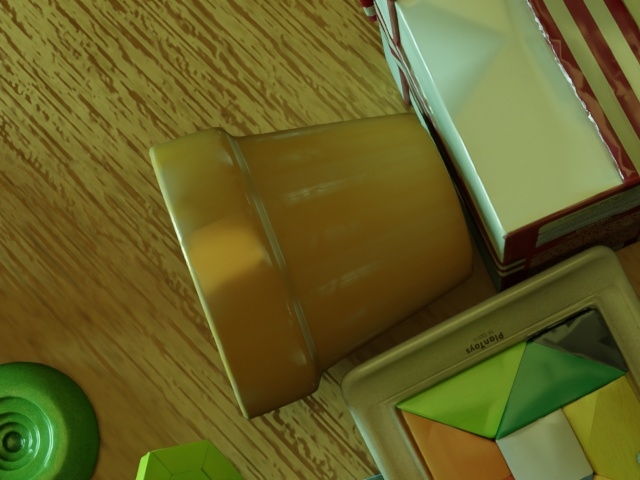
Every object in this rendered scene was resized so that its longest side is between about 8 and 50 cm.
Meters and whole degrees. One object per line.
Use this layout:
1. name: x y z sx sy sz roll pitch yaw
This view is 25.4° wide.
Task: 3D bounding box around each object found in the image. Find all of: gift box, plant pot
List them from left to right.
1. plant pot: 0.000 0.000 1.014 0.188 0.205 0.205 -20 76 -5
2. gift box: 0.182 -0.141 0.989 0.255 0.276 0.258 -22 75 -4

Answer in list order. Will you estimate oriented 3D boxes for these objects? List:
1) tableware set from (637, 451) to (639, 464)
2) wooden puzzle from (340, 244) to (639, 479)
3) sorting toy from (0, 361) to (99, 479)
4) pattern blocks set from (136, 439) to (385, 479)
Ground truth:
1. tableware set: 0.312 0.205 0.975 0.194 0.039 0.128 1 81 -14
2. wooden puzzle: 0.160 0.153 1.006 0.221 0.044 0.238 -27 92 0
3. sorting toy: -0.223 0.163 1.039 0.127 0.126 0.365 -42 77 -3
4. pattern blocks set: -0.065 0.278 0.962 0.325 0.026 0.285 -1 72 -29
